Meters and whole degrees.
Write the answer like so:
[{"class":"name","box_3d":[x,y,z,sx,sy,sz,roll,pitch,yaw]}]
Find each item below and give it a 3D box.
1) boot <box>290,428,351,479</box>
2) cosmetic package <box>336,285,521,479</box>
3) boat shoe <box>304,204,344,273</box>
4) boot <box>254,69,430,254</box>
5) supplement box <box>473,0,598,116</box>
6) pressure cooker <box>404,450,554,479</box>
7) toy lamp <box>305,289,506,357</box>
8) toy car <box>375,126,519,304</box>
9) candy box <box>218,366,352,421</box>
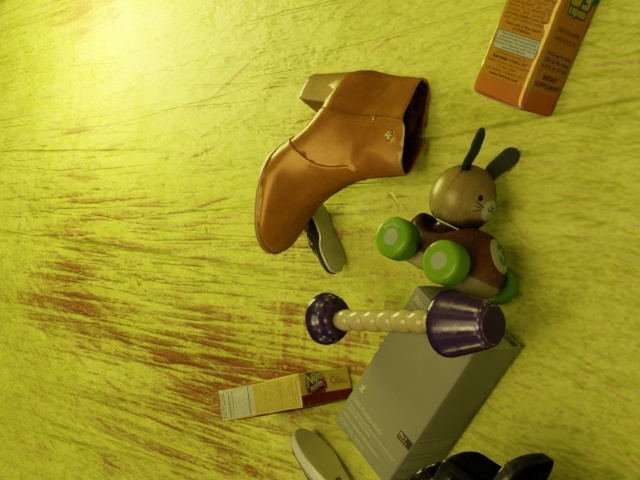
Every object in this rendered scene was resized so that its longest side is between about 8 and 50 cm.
[{"class":"boot","box_3d":[0.002,0.375,1.178,0.190,0.069,0.086,48,118,32]},{"class":"cosmetic package","box_3d":[0.135,0.186,1.033,0.127,0.107,0.238,46,122,39]},{"class":"boat shoe","box_3d":[0.000,0.000,1.210,0.038,0.046,0.125,-39,60,37]},{"class":"boot","box_3d":[0.031,-0.103,1.121,0.211,0.104,0.295,17,87,40]},{"class":"supplement box","box_3d":[0.268,-0.270,0.934,0.080,0.078,0.233,31,111,40]},{"class":"pressure cooker","box_3d":[0.183,0.449,0.798,0.420,0.370,0.376,31,153,41]},{"class":"toy lamp","box_3d":[0.097,0.097,0.956,0.274,0.080,0.080,-3,87,50]},{"class":"toy car","box_3d":[0.185,-0.036,0.970,0.149,0.155,0.188,29,96,41]},{"class":"candy box","box_3d":[-0.055,0.235,1.213,0.186,0.109,0.053,-19,75,43]}]
